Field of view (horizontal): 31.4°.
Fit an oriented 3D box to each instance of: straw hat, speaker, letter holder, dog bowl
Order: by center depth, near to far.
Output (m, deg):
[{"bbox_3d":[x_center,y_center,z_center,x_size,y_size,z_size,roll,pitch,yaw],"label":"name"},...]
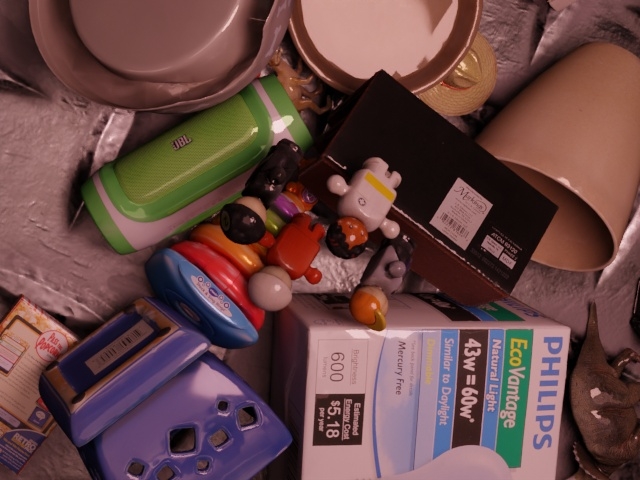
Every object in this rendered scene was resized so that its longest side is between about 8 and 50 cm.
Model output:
[{"bbox_3d":[-0.189,-0.317,1.425,0.349,0.102,0.348,-3,80,19],"label":"dog bowl"},{"bbox_3d":[-0.162,-0.099,1.500,0.296,0.131,0.131,-30,102,0],"label":"speaker"},{"bbox_3d":[0.122,-0.053,1.534,0.302,0.214,0.152,37,69,-10],"label":"letter holder"},{"bbox_3d":[0.200,-0.250,1.634,0.144,0.061,0.144,-1,95,-15],"label":"straw hat"}]

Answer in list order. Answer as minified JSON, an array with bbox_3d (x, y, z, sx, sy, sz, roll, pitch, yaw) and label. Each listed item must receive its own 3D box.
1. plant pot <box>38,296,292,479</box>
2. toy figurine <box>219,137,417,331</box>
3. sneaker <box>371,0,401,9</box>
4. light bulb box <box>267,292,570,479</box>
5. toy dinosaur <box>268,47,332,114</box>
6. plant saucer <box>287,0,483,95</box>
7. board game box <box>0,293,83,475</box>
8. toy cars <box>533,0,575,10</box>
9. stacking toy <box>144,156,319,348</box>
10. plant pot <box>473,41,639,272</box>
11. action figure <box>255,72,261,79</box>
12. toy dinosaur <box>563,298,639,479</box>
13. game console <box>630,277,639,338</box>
[{"bbox_3d":[-0.214,0.215,1.456,0.236,0.236,0.212,-37,114,-14],"label":"plant pot"},{"bbox_3d":[0.000,0.000,1.385,0.148,0.209,0.213,-60,152,-34],"label":"toy figurine"},{"bbox_3d":[0.082,-0.410,1.586,0.082,0.069,0.209,11,92,-11],"label":"sneaker"},{"bbox_3d":[0.123,0.262,1.566,0.361,0.225,0.358,0,100,-14],"label":"light bulb box"},{"bbox_3d":[-0.035,-0.196,1.587,0.093,0.053,0.183,-16,122,-12],"label":"toy dinosaur"},{"bbox_3d":[0.084,-0.328,1.542,0.278,0.041,0.278,-2,101,-11],"label":"plant saucer"},{"bbox_3d":[-0.403,0.192,1.524,0.147,0.045,0.193,40,84,-14],"label":"board game box"},{"bbox_3d":[0.421,-0.417,1.645,0.394,0.176,0.087,0,56,-15],"label":"toy cars"},{"bbox_3d":[-0.079,-0.006,1.554,0.175,0.166,0.302,46,69,-7],"label":"stacking toy"},{"bbox_3d":[0.355,-0.140,1.611,0.256,0.256,0.274,38,68,-14],"label":"plant pot"},{"bbox_3d":[-0.106,-0.350,1.511,0.091,0.139,0.280,-11,100,-13],"label":"action figure"},{"bbox_3d":[0.434,0.251,1.710,0.160,0.121,0.313,-13,103,-27],"label":"toy dinosaur"},{"bbox_3d":[0.549,0.120,1.754,0.122,0.107,0.071,10,121,-15],"label":"game console"}]
